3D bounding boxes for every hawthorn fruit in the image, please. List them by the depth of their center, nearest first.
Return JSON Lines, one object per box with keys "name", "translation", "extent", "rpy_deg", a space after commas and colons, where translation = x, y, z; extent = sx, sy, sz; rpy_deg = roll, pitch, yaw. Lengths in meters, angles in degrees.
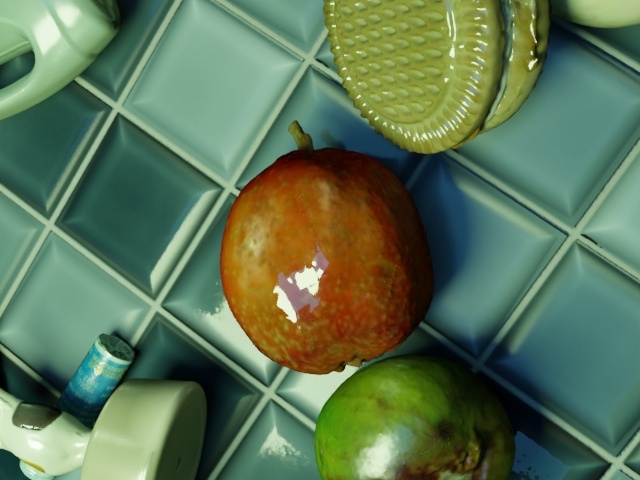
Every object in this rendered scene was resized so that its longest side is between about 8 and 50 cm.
{"name": "hawthorn fruit", "translation": [0.000, 0.000, 0.783], "extent": [0.205, 0.205, 0.253], "rpy_deg": [-18, 84, 16]}

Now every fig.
{"name": "fig", "translation": [0.082, 0.199, 0.788], "extent": [0.191, 0.181, 0.181], "rpy_deg": [-2, 93, 44]}

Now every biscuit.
{"name": "biscuit", "translation": [0.097, -0.203, 0.738], "extent": [0.079, 0.259, 0.259], "rpy_deg": [-21, 87, -28]}

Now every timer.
{"name": "timer", "translation": [-0.275, 0.211, 0.864], "extent": [0.266, 0.175, 0.175], "rpy_deg": [11, 96, 9]}

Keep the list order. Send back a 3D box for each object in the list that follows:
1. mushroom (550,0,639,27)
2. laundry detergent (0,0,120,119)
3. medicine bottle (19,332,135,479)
{"name": "mushroom", "translation": [0.269, -0.324, 0.682], "extent": [0.260, 0.254, 0.234], "rpy_deg": [-29, 44, 30]}
{"name": "laundry detergent", "translation": [-0.436, -0.227, 0.922], "extent": [0.398, 0.125, 0.264], "rpy_deg": [-33, 86, 16]}
{"name": "medicine bottle", "translation": [-0.285, 0.197, 0.943], "extent": [0.051, 0.051, 0.191], "rpy_deg": [36, 101, 10]}
